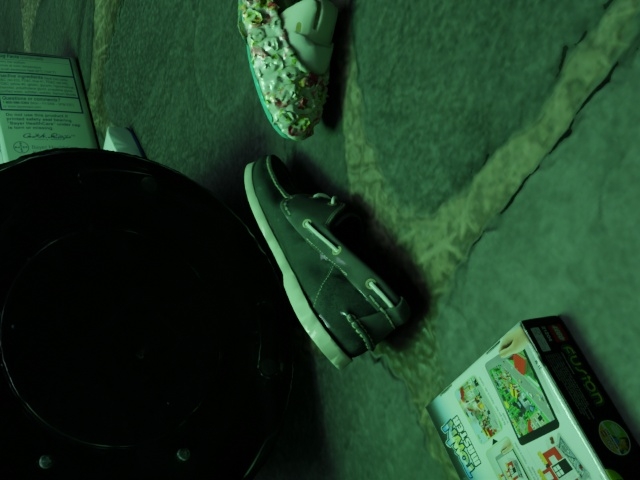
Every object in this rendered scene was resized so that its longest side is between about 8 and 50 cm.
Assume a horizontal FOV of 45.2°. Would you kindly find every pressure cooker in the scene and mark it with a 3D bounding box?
[{"bbox_3d":[-0.273,0.138,0.785,0.420,0.375,0.370,-34,68,52],"label":"pressure cooker"}]

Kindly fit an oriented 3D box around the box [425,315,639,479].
[{"bbox_3d":[0.145,0.161,0.449,0.114,0.036,0.207,-56,49,44],"label":"box"}]

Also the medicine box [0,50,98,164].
[{"bbox_3d":[-0.484,-0.120,1.291,0.263,0.149,0.289,-49,53,47],"label":"medicine box"}]

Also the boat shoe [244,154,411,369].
[{"bbox_3d":[0.000,0.000,0.644,0.079,0.084,0.233,-37,45,8],"label":"boat shoe"}]

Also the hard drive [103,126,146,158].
[{"bbox_3d":[-0.292,0.029,1.107,0.210,0.040,0.319,57,137,38],"label":"hard drive"}]

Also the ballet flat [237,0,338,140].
[{"bbox_3d":[-0.028,-0.207,0.648,0.077,0.091,0.241,-19,80,33],"label":"ballet flat"}]
